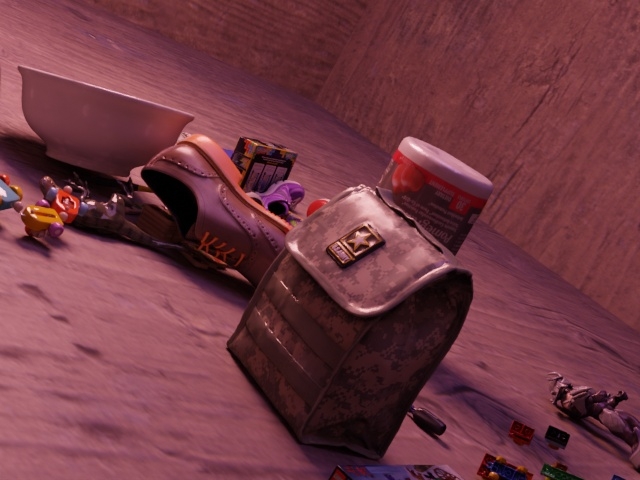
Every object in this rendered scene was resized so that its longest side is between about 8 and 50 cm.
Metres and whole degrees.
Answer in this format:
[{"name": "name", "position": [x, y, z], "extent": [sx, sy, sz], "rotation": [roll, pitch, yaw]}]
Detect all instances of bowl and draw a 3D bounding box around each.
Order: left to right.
[{"name": "bowl", "position": [-0.367, -0.186, 1.932], "extent": [0.298, 0.134, 0.298], "rotation": [16, 3, -1]}]

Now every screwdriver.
[{"name": "screwdriver", "position": [0.116, 0.230, 1.696], "extent": [0.025, 0.024, 0.170], "rotation": [-22, 44, -37]}]

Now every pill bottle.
[{"name": "pill bottle", "position": [0.143, 0.000, 1.988], "extent": [0.176, 0.318, 0.176], "rotation": [28, 12, -6]}]

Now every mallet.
[{"name": "mallet", "position": [-0.291, -0.085, 1.924], "extent": [0.190, 0.039, 0.062], "rotation": [11, 2, 2]}]

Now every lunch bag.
[{"name": "lunch bag", "position": [0.041, 0.088, 1.468], "extent": [0.169, 0.287, 0.235], "rotation": [21, 16, -38]}]

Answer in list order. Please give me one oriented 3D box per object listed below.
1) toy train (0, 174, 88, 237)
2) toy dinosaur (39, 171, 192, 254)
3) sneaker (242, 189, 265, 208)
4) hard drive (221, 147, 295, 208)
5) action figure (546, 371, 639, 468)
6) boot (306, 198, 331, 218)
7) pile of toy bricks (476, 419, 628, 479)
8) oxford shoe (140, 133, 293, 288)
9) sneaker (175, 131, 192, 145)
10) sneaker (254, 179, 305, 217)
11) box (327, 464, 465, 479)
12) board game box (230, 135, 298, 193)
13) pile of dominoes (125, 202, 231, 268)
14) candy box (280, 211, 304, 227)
[{"name": "toy train", "position": [-0.394, -0.049, 1.563], "extent": [0.166, 0.046, 0.125], "rotation": [26, 23, -26]}, {"name": "toy dinosaur", "position": [-0.317, -0.048, 1.735], "extent": [0.268, 0.064, 0.118], "rotation": [21, 30, -39]}, {"name": "sneaker", "position": [-0.146, -0.035, 2.064], "extent": [0.097, 0.084, 0.235], "rotation": [59, 11, 12]}, {"name": "hard drive", "position": [-0.201, -0.145, 2.454], "extent": [0.210, 0.040, 0.319], "rotation": [36, 13, 26]}, {"name": "action figure", "position": [0.531, 0.319, 2.131], "extent": [0.285, 0.099, 0.185], "rotation": [33, 17, 30]}, {"name": "boot", "position": [0.000, 0.000, 2.150], "extent": [0.176, 0.088, 0.244], "rotation": [15, 33, -42]}, {"name": "pile of toy bricks", "position": [0.327, 0.337, 1.601], "extent": [0.212, 0.118, 0.105], "rotation": [24, -22, 16]}, {"name": "oxford shoe", "position": [-0.138, 0.002, 1.808], "extent": [0.363, 0.130, 0.133], "rotation": [47, 45, 12]}, {"name": "sneaker", "position": [-0.280, -0.158, 2.211], "extent": [0.093, 0.088, 0.225], "rotation": [21, 14, -31]}, {"name": "sneaker", "position": [-0.080, -0.068, 2.295], "extent": [0.071, 0.068, 0.170], "rotation": [18, 27, 29]}, {"name": "box", "position": [0.127, 0.315, 1.308], "extent": [0.159, 0.044, 0.233], "rotation": [38, 14, 35]}, {"name": "board game box", "position": [-0.127, -0.125, 2.299], "extent": [0.048, 0.141, 0.170], "rotation": [30, 10, 25]}, {"name": "pile of dominoes", "position": [-0.204, -0.021, 1.939], "extent": [0.196, 0.040, 0.251], "rotation": [34, 13, 20]}, {"name": "candy box", "position": [-0.046, -0.012, 2.306], "extent": [0.105, 0.027, 0.206], "rotation": [32, 12, 3]}]
